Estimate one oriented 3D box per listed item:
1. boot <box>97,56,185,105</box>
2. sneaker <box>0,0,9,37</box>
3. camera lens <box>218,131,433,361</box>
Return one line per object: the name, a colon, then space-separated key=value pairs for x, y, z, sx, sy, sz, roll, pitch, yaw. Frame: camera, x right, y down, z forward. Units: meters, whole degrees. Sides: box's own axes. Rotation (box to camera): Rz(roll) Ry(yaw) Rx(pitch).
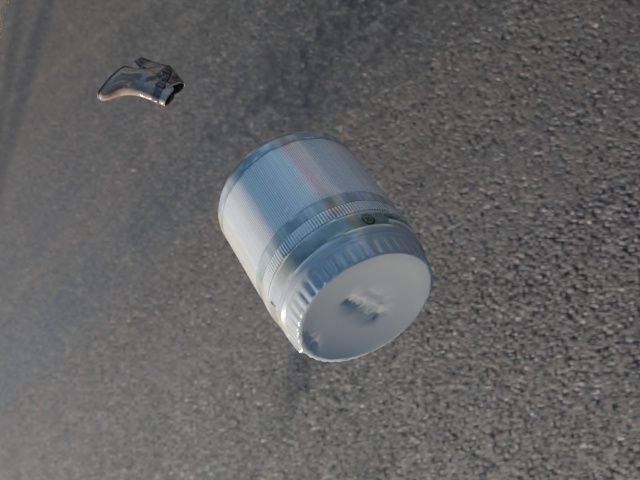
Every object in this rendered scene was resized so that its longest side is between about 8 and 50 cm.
boot: x=-0.270 y=-0.233 z=1.327 sx=0.087 sy=0.118 sz=0.042 roll=35 pitch=152 yaw=11
sneaker: x=-0.161 y=-0.042 z=0.348 sx=0.123 sy=0.106 sz=0.290 roll=13 pitch=87 yaw=29
camera lens: x=0.000 y=0.000 z=1.183 sx=0.274 sy=0.219 sz=0.219 roll=55 pitch=130 yaw=40
